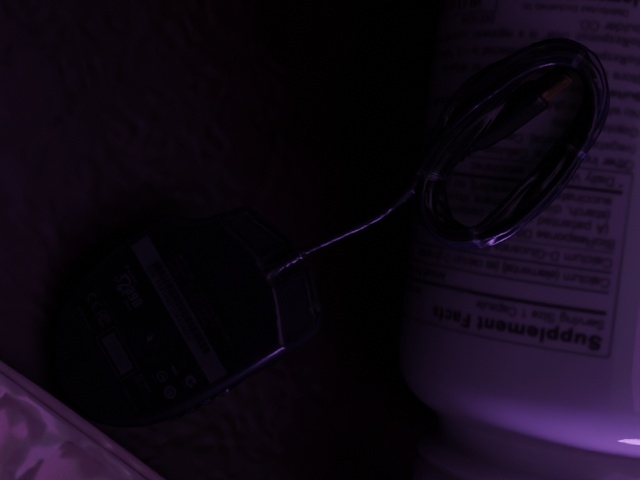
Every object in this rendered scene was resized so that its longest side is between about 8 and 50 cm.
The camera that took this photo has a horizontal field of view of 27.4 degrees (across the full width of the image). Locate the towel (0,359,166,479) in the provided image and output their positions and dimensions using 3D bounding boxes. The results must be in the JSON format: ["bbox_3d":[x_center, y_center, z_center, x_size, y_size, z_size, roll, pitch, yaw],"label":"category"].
[{"bbox_3d":[-0.174,0.208,0.472,0.317,0.053,0.332,43,74,-23],"label":"towel"}]

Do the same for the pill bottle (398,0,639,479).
[{"bbox_3d":[0.118,-0.002,0.541,0.160,0.160,0.283,5,94,-27],"label":"pill bottle"}]

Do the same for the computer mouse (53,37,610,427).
[{"bbox_3d":[0.000,0.000,0.492,0.242,0.041,0.071,-28,86,16],"label":"computer mouse"}]
